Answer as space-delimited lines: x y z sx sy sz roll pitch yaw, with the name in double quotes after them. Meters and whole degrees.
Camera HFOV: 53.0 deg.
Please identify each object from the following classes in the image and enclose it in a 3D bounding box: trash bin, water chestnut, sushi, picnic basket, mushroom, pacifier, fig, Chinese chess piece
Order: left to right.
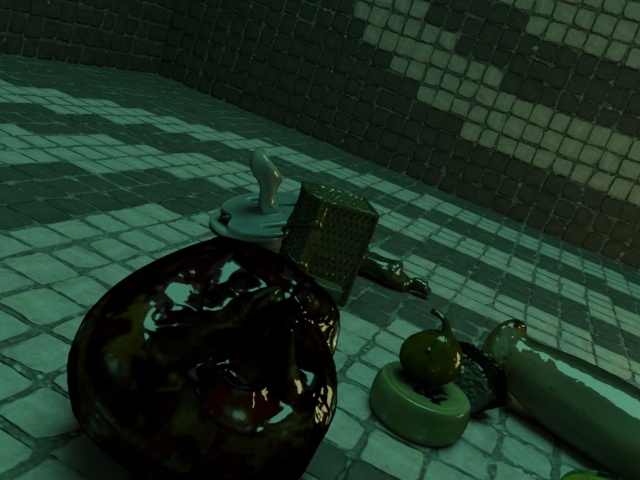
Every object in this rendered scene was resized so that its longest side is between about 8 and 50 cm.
-0.107 0.119 0.657 0.289 0.244 0.289 18 14 -5 "water chestnut"
-0.127 -0.098 1.397 0.228 0.207 0.279 -4 23 -14 "pacifier"
-0.013 0.097 1.156 0.092 0.060 0.043 19 16 -13 "trash bin"
0.000 0.000 1.237 0.154 0.196 0.134 15 18 -13 "picnic basket"
0.142 0.229 0.914 0.144 0.058 0.144 18 16 -5 "Chinese chess piece"
0.163 0.155 0.900 0.082 0.098 0.084 0 36 -49 "fig"
0.221 0.209 1.017 0.150 0.090 0.078 30 15 37 "sushi"
0.439 0.272 1.000 0.407 0.137 0.154 36 33 29 "mushroom"

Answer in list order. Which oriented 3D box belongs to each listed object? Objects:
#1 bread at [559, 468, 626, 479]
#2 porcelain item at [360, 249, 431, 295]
0.401 0.372 0.802 0.229 0.033 0.228 20 17 -6 "bread"
0.149 0.068 1.438 0.216 0.069 0.081 27 13 8 "porcelain item"
